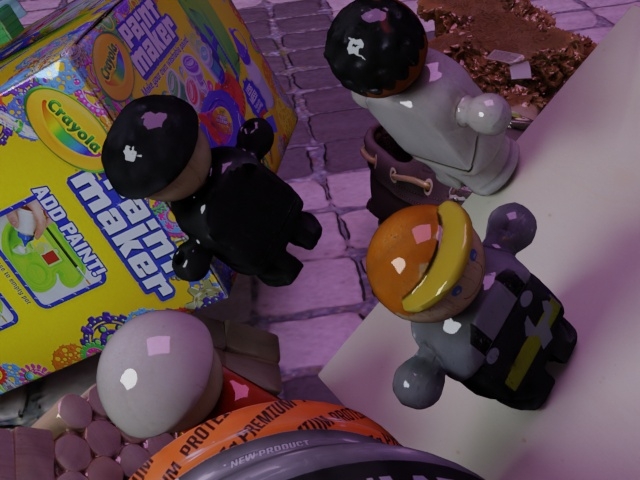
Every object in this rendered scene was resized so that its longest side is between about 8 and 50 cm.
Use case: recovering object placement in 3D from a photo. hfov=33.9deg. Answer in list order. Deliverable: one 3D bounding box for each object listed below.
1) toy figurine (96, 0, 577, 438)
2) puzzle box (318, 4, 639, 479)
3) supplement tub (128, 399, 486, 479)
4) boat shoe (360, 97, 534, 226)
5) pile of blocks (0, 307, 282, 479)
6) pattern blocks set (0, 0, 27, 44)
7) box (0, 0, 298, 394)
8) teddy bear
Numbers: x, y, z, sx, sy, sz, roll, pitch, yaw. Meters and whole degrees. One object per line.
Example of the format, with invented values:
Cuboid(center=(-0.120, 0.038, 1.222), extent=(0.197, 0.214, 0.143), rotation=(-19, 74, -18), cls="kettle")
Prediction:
Cuboid(center=(0.000, 0.000, 0.512), extent=(0.209, 0.148, 0.213), rotation=(-25, 49, 26), cls="toy figurine")
Cuboid(center=(0.199, 0.077, 0.442), extent=(0.272, 0.052, 0.409), rotation=(-49, 44, 2), cls="puzzle box")
Cuboid(center=(0.031, 0.193, 0.316), extent=(0.193, 0.194, 0.316), rotation=(-16, 29, -17), cls="supplement tub")
Cuboid(center=(0.110, -0.046, 0.748), extent=(0.116, 0.097, 0.324), rotation=(-24, 10, -13), cls="boat shoe")
Cuboid(center=(-0.144, 0.159, 0.547), extent=(0.112, 0.149, 0.362), rotation=(-41, -7, 38), cls="pile of blocks")
Cuboid(center=(-0.334, -0.068, 0.696), extent=(0.325, 0.026, 0.285), rotation=(-31, 23, 1), cls="pattern blocks set")
Cuboid(center=(-0.195, -0.051, 0.756), extent=(0.279, 0.177, 0.290), rotation=(-23, 22, 20), cls="box")
Cuboid(center=(0.199, -0.153, 1.061), extent=(0.245, 0.113, 0.338), rotation=(-24, 39, -17), cls="teddy bear")
